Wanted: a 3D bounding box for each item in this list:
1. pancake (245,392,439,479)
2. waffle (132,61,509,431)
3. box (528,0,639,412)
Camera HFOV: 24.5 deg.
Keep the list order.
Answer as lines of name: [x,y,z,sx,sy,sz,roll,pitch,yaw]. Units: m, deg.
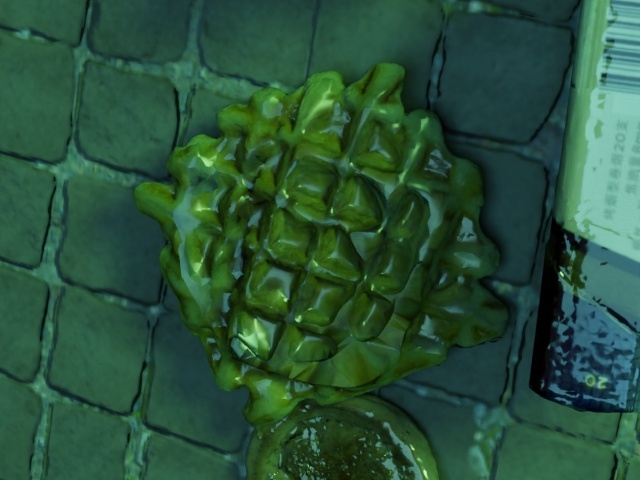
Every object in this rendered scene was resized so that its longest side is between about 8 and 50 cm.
pancake: [0.014,0.172,0.979,0.151,0.025,0.152,4,101,22]
waffle: [-0.001,0.000,0.925,0.223,0.054,0.204,-23,90,18]
box: [0.174,-0.052,0.786,0.071,0.168,0.259,12,104,19]
